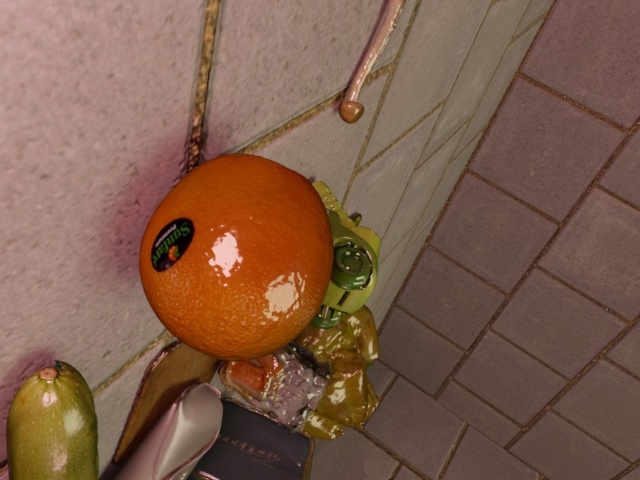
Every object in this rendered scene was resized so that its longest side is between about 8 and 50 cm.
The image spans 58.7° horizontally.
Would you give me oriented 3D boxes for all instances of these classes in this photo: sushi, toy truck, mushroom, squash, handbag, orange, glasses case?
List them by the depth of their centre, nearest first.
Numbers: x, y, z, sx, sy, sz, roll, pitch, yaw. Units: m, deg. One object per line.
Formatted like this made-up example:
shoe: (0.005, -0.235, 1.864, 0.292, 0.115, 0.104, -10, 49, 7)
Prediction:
orange: (-0.079, 0.015, 0.565, 0.206, 0.206, 0.206, -52, 165, -20)
squash: (-0.279, 0.251, 0.603, 0.094, 0.094, 0.341, -41, 159, -48)
mushroom: (0.085, -0.295, 0.749, 0.068, 0.043, 0.306, -80, -172, -53)
toy truck: (0.008, 0.016, 0.845, 0.210, 0.187, 0.148, -43, 165, -44)
glasses case: (-0.260, 0.365, 0.875, 0.308, 0.083, 0.128, -55, 166, -4)
sushi: (-0.078, 0.249, 1.059, 0.139, 0.184, 0.274, -55, 174, -3)
handbag: (-0.164, 0.493, 1.157, 0.222, 0.262, 0.241, -62, 173, -53)

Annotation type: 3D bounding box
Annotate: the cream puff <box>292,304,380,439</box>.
cream puff: (0.034, 0.322, 1.422, 0.378, 0.275, 0.378, -53, 163, -23)

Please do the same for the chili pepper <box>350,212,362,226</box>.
chili pepper: (0.044, 0.000, 1.227, 0.208, 0.043, 0.049, -49, 151, -31)

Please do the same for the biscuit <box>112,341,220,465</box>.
biscuit: (-0.218, 0.223, 0.898, 0.232, 0.013, 0.237, -29, 150, -61)
